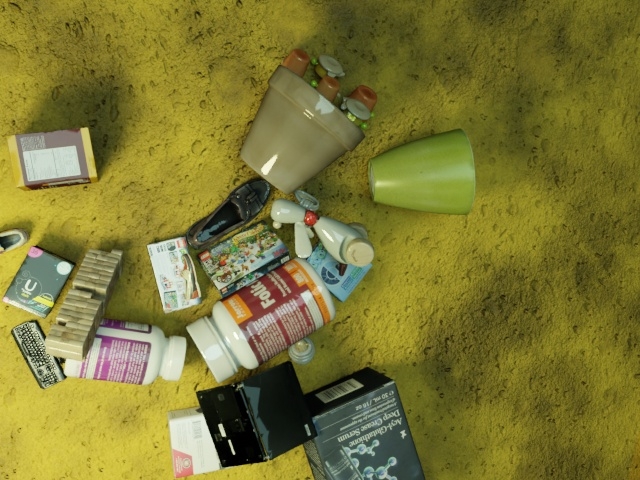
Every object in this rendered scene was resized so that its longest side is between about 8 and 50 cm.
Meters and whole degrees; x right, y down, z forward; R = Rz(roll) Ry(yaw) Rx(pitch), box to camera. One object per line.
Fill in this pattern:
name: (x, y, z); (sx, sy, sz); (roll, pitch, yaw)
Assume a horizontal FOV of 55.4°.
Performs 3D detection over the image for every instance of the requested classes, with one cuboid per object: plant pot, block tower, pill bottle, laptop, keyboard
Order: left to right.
keyboard: (-0.765, 0.309, 1.676); (0.100, 0.038, 0.192); (-27, 100, -17)
block tower: (-0.611, 0.162, 1.595); (0.097, 0.335, 0.091); (14, 131, -7)
pill bottle: (-0.534, 0.309, 1.685); (0.302, 0.169, 0.169); (12, 87, -18)
laptop: (-0.183, 0.492, 1.727); (0.136, 0.264, 0.234); (-20, 90, -61)
pill bottle: (-0.173, 0.231, 1.776); (0.392, 0.224, 0.224); (-30, 100, -16)
plant pot: (-0.081, -0.300, 1.779); (0.323, 0.323, 0.280); (39, 95, -15)
plant pot: (0.306, -0.202, 1.931); (0.294, 0.275, 0.274); (-6, 93, -3)

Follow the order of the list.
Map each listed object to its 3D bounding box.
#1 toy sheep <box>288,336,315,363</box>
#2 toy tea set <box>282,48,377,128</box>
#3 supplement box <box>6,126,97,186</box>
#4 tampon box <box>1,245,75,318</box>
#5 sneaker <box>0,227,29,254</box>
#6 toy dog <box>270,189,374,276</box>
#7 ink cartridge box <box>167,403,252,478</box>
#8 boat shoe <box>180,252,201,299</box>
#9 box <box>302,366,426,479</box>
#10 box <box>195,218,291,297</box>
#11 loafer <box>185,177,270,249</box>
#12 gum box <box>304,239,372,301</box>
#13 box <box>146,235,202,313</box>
toy sheep: (-0.059, 0.339, 1.881); (0.091, 0.132, 0.091); (-3, 56, 4)
toy tea set: (0.025, -0.460, 1.891); (0.336, 0.124, 0.200); (42, 40, 2)
supplement box: (-0.699, -0.210, 1.608); (0.194, 0.191, 0.129); (-10, 94, -19)
tampon box: (-0.754, 0.109, 1.642); (0.120, 0.101, 0.161); (27, 82, -18)
sneaker: (-0.870, 0.014, 1.611); (0.186, 0.084, 0.069); (-27, 99, -17)
toy dog: (0.000, 0.000, 1.830); (0.334, 0.220, 0.161); (30, 111, 9)
ink cartridge box: (-0.320, 0.579, 1.796); (0.237, 0.100, 0.171); (-6, 93, -17)
boat shoe: (-0.381, 0.105, 1.759); (0.043, 0.049, 0.137); (-14, 100, -16)
box: (0.118, 0.644, 1.888); (0.294, 0.212, 0.395); (-21, 98, -18)
box: (-0.227, 0.049, 1.795); (0.233, 0.159, 0.044); (-30, 142, -16)
loafer: (-0.261, -0.076, 1.808); (0.302, 0.095, 0.109); (-40, 103, -14)
gum box: (0.049, 0.079, 1.944); (0.184, 0.041, 0.157); (42, 78, -15)
box: (-0.428, 0.100, 1.786); (0.114, 0.036, 0.207); (-14, 95, -18)
